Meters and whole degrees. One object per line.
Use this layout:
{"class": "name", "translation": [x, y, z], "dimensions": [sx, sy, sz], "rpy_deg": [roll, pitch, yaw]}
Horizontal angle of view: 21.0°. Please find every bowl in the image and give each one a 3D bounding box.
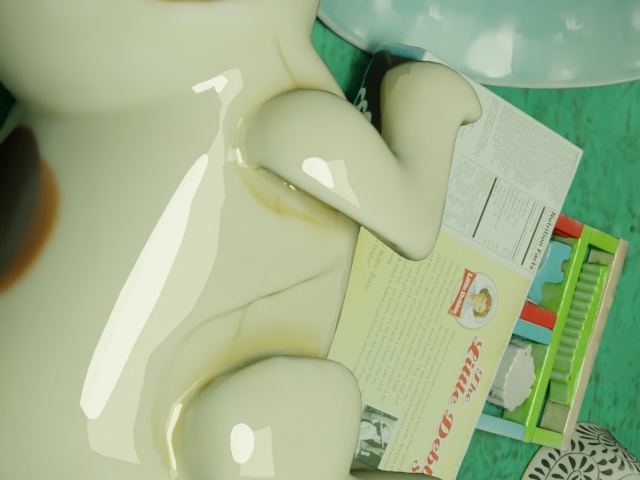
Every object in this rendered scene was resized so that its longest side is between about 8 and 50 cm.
{"class": "bowl", "translation": [0.246, 0.250, 1.514], "dimensions": [0.170, 0.080, 0.170], "rpy_deg": [-12, 108, -42]}
{"class": "bowl", "translation": [0.147, -0.237, 1.175], "dimensions": [0.311, 0.311, 0.163], "rpy_deg": [26, 62, -45]}

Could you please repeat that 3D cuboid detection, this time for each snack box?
{"class": "snack box", "translation": [0.061, 0.042, 1.254], "dimensions": [0.187, 0.060, 0.322], "rpy_deg": [27, 82, -39]}

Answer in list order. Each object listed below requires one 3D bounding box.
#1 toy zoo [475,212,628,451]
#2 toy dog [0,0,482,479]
{"class": "toy zoo", "translation": [0.133, 0.055, 1.388], "dimensions": [0.293, 0.030, 0.192], "rpy_deg": [20, 85, -45]}
{"class": "toy dog", "translation": [-0.107, -0.042, 0.970], "dimensions": [0.395, 0.284, 0.408], "rpy_deg": [-3, 101, -25]}
